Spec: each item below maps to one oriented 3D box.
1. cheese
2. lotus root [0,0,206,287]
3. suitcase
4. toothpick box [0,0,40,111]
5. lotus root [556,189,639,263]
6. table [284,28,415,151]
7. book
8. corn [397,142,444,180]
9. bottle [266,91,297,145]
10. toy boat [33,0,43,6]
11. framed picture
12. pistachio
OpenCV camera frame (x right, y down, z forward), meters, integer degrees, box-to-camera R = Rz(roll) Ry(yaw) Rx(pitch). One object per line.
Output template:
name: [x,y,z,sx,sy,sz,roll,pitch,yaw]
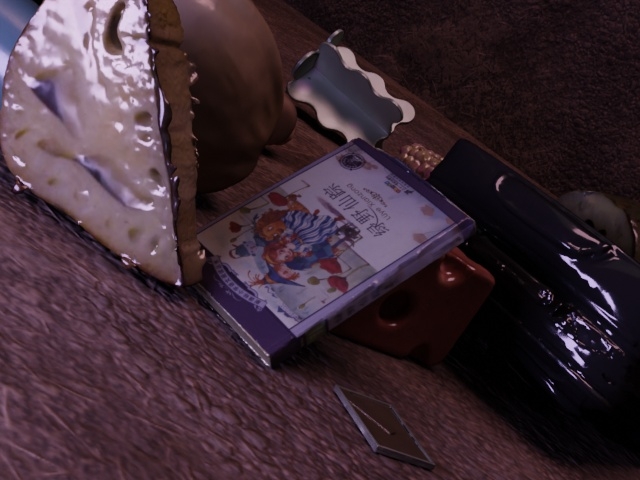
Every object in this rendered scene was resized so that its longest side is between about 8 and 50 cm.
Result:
cheese: [0.042,0.010,1.220,0.202,0.128,0.177,21,18,-35]
lotus root: [-0.181,-0.095,1.003,0.170,0.261,0.074,2,7,13]
suitcase: [0.268,0.060,1.339,0.345,0.188,0.339,44,4,34]
toothpick box: [-0.271,-0.149,1.109,0.184,0.120,0.120,39,14,8]
lotus root: [0.450,0.090,1.648,0.346,0.250,0.250,26,14,-38]
table: [0.055,-0.245,2.128,0.198,0.166,0.166,43,15,9]
book: [0.000,-0.001,1.056,0.157,0.231,0.026,41,-29,34]
corn: [0.243,-0.041,1.883,0.335,0.127,0.126,38,14,28]
bottle: [-0.104,-0.206,1.736,0.110,0.097,0.209,43,4,-44]
toy boat: [-0.280,-0.263,1.451,0.142,0.129,0.309,-4,38,-45]
framed picture: [0.052,0.154,0.995,0.066,0.007,0.089,23,16,-33]
pistachio: [-0.157,-0.185,1.220,0.226,0.208,0.332,-2,-35,16]
